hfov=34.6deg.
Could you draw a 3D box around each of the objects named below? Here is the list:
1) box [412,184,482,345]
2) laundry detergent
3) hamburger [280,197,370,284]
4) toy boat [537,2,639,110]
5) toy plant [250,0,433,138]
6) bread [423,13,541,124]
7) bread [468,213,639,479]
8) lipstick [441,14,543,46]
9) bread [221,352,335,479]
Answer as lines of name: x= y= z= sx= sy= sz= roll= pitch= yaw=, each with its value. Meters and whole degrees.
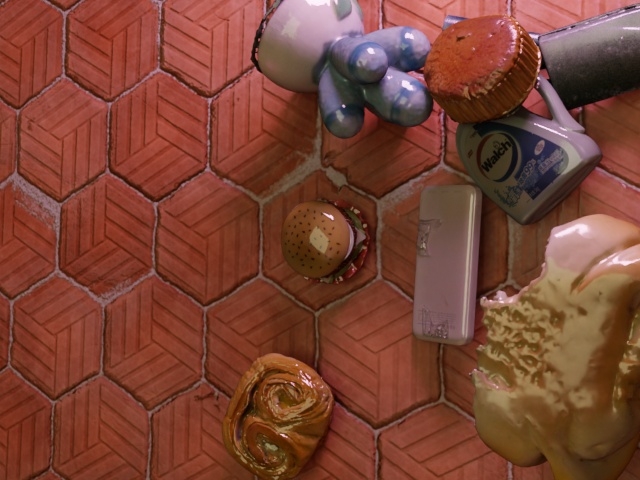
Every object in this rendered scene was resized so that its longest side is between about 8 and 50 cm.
box: x=0.226 y=0.042 z=1.858 sx=0.142 sy=0.044 sz=0.285 roll=3 pitch=89 yaw=53
laundry detergent: x=0.339 y=-0.188 z=1.805 sx=0.215 sy=0.105 sz=0.280 roll=-48 pitch=66 yaw=33
hamburger: x=0.003 y=-0.002 z=1.941 sx=0.175 sy=0.137 sz=0.175 roll=-2 pitch=84 yaw=21
toy boat: x=0.520 y=-0.323 z=1.736 sx=0.319 sy=0.092 sz=0.141 roll=-15 pitch=111 yaw=27
toy plant: x=0.067 y=-0.309 z=1.875 sx=0.332 sy=0.247 sz=0.247 roll=40 pitch=103 yaw=25
bread: x=0.271 y=-0.298 z=1.758 sx=0.199 sy=0.104 sz=0.199 roll=-22 pitch=53 yaw=31
bread: x=0.410 y=0.174 z=1.611 sx=0.245 sy=0.329 sz=0.424 roll=36 pitch=106 yaw=55
lipstick: x=0.336 y=-0.367 z=1.860 sx=0.234 sy=0.053 sz=0.053 roll=14 pitch=92 yaw=24
bread: x=-0.082 y=0.335 z=1.963 sx=0.198 sy=0.120 sz=0.236 roll=29 pitch=98 yaw=23
